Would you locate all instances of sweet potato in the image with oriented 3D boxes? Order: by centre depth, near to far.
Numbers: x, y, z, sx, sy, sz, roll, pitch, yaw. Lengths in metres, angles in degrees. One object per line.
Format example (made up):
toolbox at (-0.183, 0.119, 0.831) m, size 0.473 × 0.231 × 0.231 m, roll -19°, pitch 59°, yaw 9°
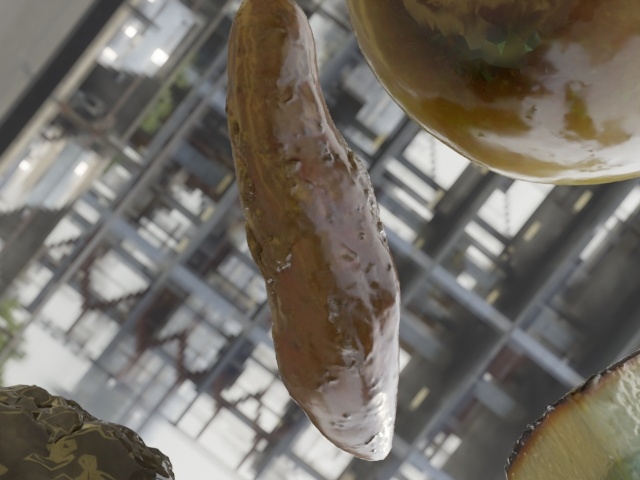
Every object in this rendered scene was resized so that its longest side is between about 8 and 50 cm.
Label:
sweet potato at (0.000, 0.008, 1.089) m, size 0.095 × 0.355 × 0.106 m, roll -12°, pitch -164°, yaw 8°

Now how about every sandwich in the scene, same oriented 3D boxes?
sandwich at (0.223, 0.112, 0.982) m, size 0.186 × 0.108 × 0.220 m, roll -29°, pitch 164°, yaw -12°

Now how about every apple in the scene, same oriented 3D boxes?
apple at (0.084, -0.098, 0.516) m, size 0.147 × 0.146 × 0.163 m, roll -19°, pitch 139°, yaw -49°

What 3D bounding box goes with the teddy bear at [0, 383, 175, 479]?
teddy bear at (-0.085, 0.132, 0.426) m, size 0.177 × 0.190 × 0.140 m, roll 1°, pitch -179°, yaw 39°
